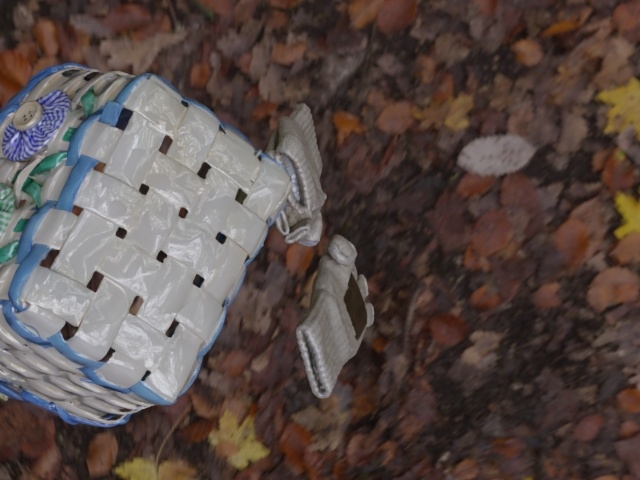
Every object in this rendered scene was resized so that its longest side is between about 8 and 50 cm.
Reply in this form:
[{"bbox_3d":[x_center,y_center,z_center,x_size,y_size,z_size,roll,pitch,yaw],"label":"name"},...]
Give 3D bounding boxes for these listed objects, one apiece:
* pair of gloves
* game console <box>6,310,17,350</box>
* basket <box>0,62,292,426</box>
[{"bbox_3d":[0.000,0.000,1.297,0.042,0.204,0.240,-11,102,13],"label":"pair of gloves"},{"bbox_3d":[-0.303,0.076,1.242,0.107,0.071,0.122,8,32,-5],"label":"game console"},{"bbox_3d":[-0.166,-0.001,0.995,0.201,0.289,0.254,33,69,-21],"label":"basket"}]
